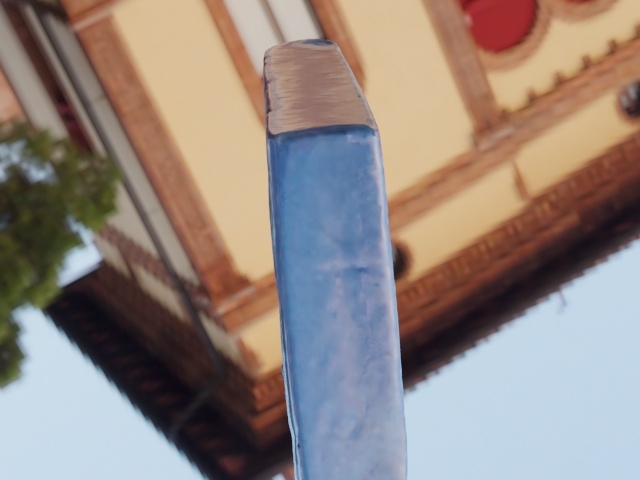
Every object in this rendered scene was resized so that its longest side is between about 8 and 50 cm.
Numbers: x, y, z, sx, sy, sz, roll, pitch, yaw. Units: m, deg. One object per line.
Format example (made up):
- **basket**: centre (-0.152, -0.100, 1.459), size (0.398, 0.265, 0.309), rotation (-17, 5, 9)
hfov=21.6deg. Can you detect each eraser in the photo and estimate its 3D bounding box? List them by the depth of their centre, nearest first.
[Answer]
- **eraser**: centre (0.000, 0.000, 0.707), size (0.043, 0.144, 0.312), rotation (-5, -167, -1)
